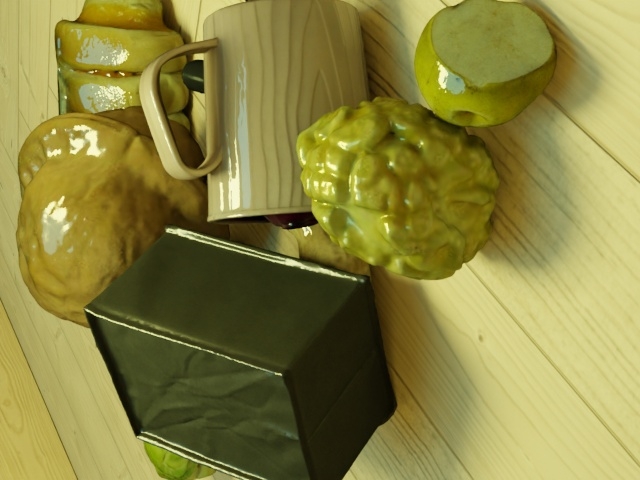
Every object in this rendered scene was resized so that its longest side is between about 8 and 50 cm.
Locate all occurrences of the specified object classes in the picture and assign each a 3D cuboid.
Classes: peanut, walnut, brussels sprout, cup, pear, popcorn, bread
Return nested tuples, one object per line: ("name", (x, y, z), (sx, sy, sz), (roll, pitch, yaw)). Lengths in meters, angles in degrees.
("peanut", (0.001, 0.000, 1.365), (0.227, 0.086, 0.104), (64, 157, 25))
("walnut", (-0.325, -0.033, 1.558), (0.383, 0.384, 0.383), (31, 127, 52))
("brussels sprout", (-0.283, 0.371, 1.925), (0.223, 0.161, 0.223), (12, 104, 56))
("cup", (-0.071, -0.149, 1.221), (0.208, 0.288, 0.273), (151, 115, -87))
("pear", (0.164, -0.172, 0.982), (0.141, 0.141, 0.104), (61, 169, 26))
("popcorn", (0.087, -0.060, 1.067), (0.217, 0.235, 0.181), (26, 95, 50))
("bread", (-0.380, -0.298, 1.784), (0.300, 0.210, 0.341), (40, 133, 44))

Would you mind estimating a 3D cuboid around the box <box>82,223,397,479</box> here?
("box", (-0.107, 0.161, 1.313), (0.345, 0.204, 0.251), (13, 132, 30))

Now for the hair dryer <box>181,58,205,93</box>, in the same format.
("hair dryer", (-0.165, -0.274, 1.543), (0.352, 0.107, 0.189), (28, 123, 60))
